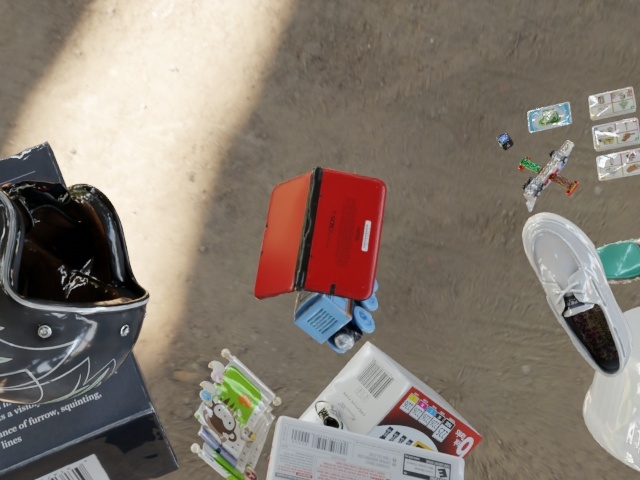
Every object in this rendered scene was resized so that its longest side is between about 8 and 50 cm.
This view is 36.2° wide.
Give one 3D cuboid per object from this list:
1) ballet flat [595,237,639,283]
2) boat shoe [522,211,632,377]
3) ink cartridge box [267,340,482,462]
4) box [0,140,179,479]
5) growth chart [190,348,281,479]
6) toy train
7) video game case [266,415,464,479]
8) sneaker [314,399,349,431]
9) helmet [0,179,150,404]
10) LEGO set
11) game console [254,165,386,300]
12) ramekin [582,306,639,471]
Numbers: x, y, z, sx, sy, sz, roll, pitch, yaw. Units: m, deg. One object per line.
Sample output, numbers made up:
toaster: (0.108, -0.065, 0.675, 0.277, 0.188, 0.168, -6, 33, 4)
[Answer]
ballet flat: (0.595, 0.033, 1.772, 0.240, 0.077, 0.091, -18, 57, 24)
boat shoe: (0.261, 0.059, 1.002, 0.066, 0.063, 0.184, -20, 105, 24)
ink cartridge box: (0.101, 0.364, 1.724, 0.272, 0.309, 0.130, -48, 49, 2)
box: (-0.384, 0.130, 1.171, 0.293, 0.212, 0.396, -21, 62, -12)
growth chart: (-0.150, 0.315, 1.720, 0.172, 0.237, 0.021, 40, 129, -20)
toy train: (0.024, 0.077, 1.377, 0.105, 0.184, 0.080, 41, 118, -19)
video game case: (0.041, 0.279, 0.958, 0.201, 0.023, 0.184, 15, 54, -8)
sneaker: (0.015, 0.287, 1.592, 0.032, 0.037, 0.083, -47, 53, 3)
helmet: (-0.216, 0.043, 0.730, 0.169, 0.169, 0.162, -20, 83, 4)
LEGO set: (0.432, -0.156, 1.701, 0.244, 0.060, 0.183, -11, 57, 21)
game console: (0.000, 0.000, 1.096, 0.124, 0.085, 0.144, 11, 70, -6)
ramekin: (0.498, 0.194, 1.302, 0.277, 0.277, 0.135, 5, 115, 9)
